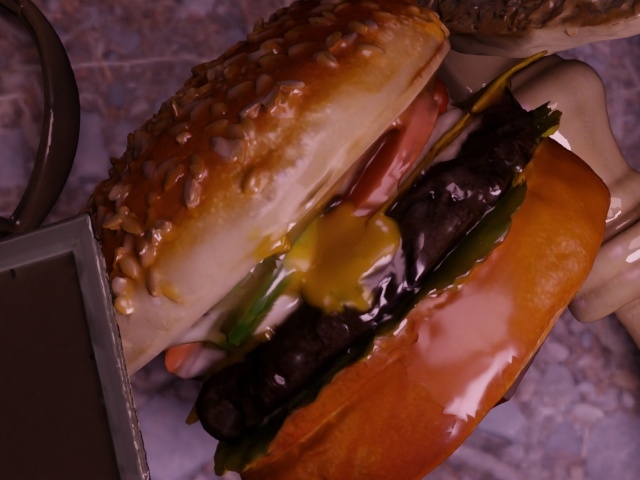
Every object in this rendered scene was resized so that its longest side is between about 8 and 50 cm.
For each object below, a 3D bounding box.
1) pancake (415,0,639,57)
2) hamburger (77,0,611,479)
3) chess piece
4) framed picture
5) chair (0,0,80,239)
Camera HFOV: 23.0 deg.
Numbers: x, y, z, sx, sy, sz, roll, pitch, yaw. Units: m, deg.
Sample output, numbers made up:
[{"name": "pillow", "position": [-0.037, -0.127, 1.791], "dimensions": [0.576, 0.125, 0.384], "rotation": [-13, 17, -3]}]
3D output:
[{"name": "pancake", "position": [0.182, -0.255, 0.919], "dimensions": [0.082, 0.387, 0.387], "rotation": [43, 69, -37]}, {"name": "hamburger", "position": [0.000, 0.000, 0.845], "dimensions": [0.225, 0.291, 0.291], "rotation": [44, 72, -6]}, {"name": "chess piece", "position": [0.188, 0.009, 0.973], "dimensions": [0.117, 0.117, 0.397], "rotation": [-32, 87, -18]}, {"name": "framed picture", "position": [-0.187, 0.117, 0.800], "dimensions": [0.016, 0.273, 0.216], "rotation": [-7, 85, -55]}, {"name": "chair", "position": [-0.282, -0.085, 0.861], "dimensions": [0.272, 0.166, 0.188], "rotation": [17, 69, -54]}]
